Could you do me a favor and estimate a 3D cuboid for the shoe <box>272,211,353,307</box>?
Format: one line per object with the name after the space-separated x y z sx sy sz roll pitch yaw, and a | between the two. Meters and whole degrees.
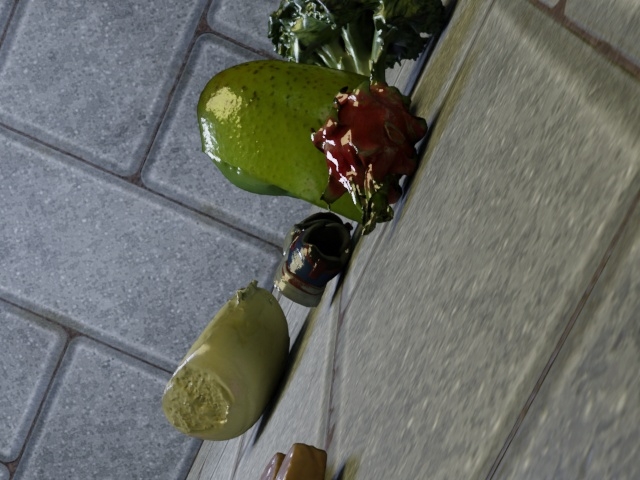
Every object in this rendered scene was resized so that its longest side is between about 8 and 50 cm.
0.001 0.000 1.998 0.125 0.099 0.227 -61 5 35 | shoe

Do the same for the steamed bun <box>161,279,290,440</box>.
-0.142 0.217 2.220 0.273 0.166 0.232 -56 -3 41 | steamed bun

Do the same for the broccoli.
0.090 -0.351 2.216 0.375 0.302 0.249 -18 19 48 | broccoli

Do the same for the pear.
-0.039 -0.173 2.018 0.342 0.318 0.238 -138 69 -82 | pear

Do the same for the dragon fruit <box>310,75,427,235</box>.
0.060 -0.101 1.660 0.137 0.135 0.236 132 145 -59 | dragon fruit

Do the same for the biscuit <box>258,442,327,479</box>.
-0.059 0.319 1.214 0.355 0.052 0.275 145 149 -85 | biscuit
